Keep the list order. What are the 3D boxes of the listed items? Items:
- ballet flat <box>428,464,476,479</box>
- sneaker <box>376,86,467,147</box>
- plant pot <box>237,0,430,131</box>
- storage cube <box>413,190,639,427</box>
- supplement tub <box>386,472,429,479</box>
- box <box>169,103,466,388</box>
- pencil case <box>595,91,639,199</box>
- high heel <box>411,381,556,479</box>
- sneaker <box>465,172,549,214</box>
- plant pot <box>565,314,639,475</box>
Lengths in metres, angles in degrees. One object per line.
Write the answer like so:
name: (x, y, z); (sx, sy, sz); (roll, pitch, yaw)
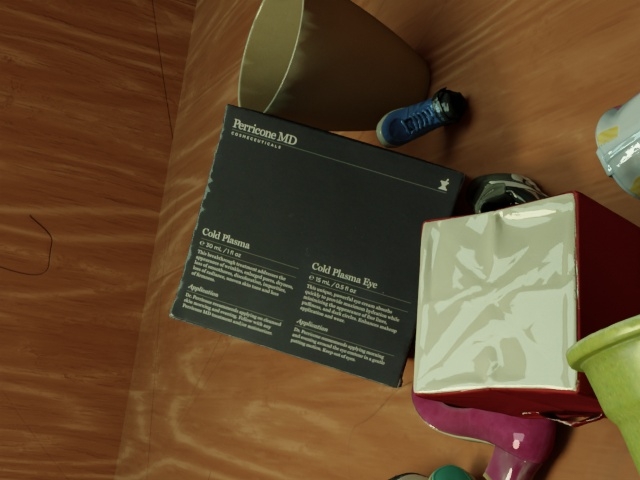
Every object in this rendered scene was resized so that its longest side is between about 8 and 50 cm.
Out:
ballet flat: (0.198, 0.367, 0.956); (0.086, 0.086, 0.248); (-68, 24, 20)
sneaker: (0.158, -0.188, 1.236); (0.085, 0.152, 0.058); (-22, 91, 55)
plant pot: (0.036, -0.284, 1.373); (0.256, 0.274, 0.256); (-42, 41, 51)
storage cube: (0.226, 0.075, 0.830); (0.184, 0.193, 0.214); (-11, 68, 44)
supplement tub: (0.086, 0.396, 1.117); (0.190, 0.117, 0.116); (-47, 38, 49)
box: (0.000, 0.000, 1.190); (0.179, 0.344, 0.312); (-48, -25, -80)
pencil case: (0.381, -0.134, 0.741); (0.113, 0.124, 0.273); (55, 145, 4)
high heel: (0.197, 0.204, 1.017); (0.117, 0.082, 0.244); (-69, 25, 12)
sneaker: (0.233, -0.044, 1.032); (0.078, 0.106, 0.234); (-70, 25, 13)
plant pot: (0.340, 0.170, 0.557); (0.276, 0.276, 0.253); (-39, 56, 54)
